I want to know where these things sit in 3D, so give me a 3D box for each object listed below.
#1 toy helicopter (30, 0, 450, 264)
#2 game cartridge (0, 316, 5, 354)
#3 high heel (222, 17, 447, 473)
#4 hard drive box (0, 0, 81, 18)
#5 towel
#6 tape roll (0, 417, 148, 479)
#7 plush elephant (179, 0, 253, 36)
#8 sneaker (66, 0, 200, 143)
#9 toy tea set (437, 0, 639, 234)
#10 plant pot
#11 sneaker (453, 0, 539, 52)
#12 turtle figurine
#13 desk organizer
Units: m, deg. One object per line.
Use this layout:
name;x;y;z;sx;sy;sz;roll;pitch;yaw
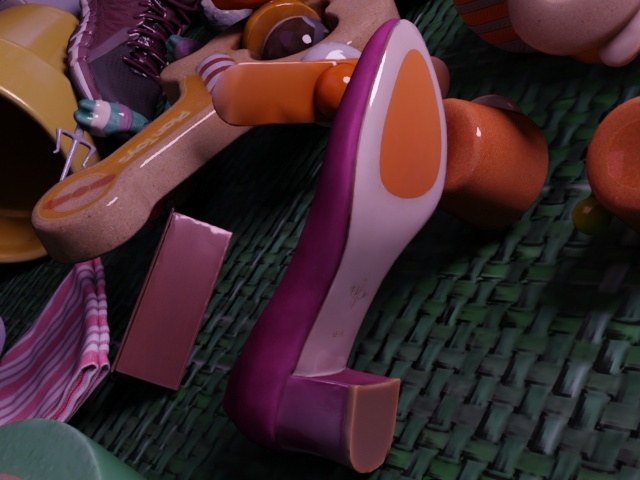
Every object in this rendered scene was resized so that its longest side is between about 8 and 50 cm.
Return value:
toy helicopter;-0.063;-0.099;0.663;0.234;0.140;0.355;18;52;42
game cartridge;-0.415;0.172;0.759;0.198;0.062;0.297;19;68;24
high heel;0.000;0.000;0.482;0.117;0.082;0.244;8;95;43
hard drive box;-0.361;-0.248;1.124;0.181;0.232;0.089;-14;41;38
towel;-0.229;0.098;0.714;0.144;0.029;0.197;-49;29;11
tape roll;-0.217;0.258;0.485;0.321;0.077;0.321;-29;33;21
plush elephant;-0.182;-0.433;1.128;0.271;0.255;0.330;4;53;50
sneaker;-0.183;-0.240;0.936;0.162;0.106;0.281;-29;48;16
toy tea set;0.199;-0.078;0.440;0.336;0.124;0.200;7;85;48
plant pot;-0.348;-0.143;0.966;0.254;0.254;0.239;-24;32;28
sneaker;0.234;-0.233;0.542;0.321;0.124;0.180;6;56;51
turtle figurine;-0.161;-0.075;0.808;0.175;0.118;0.234;110;-176;-54
desk organizer;-0.112;0.048;0.651;0.047;0.050;0.130;127;162;-72
